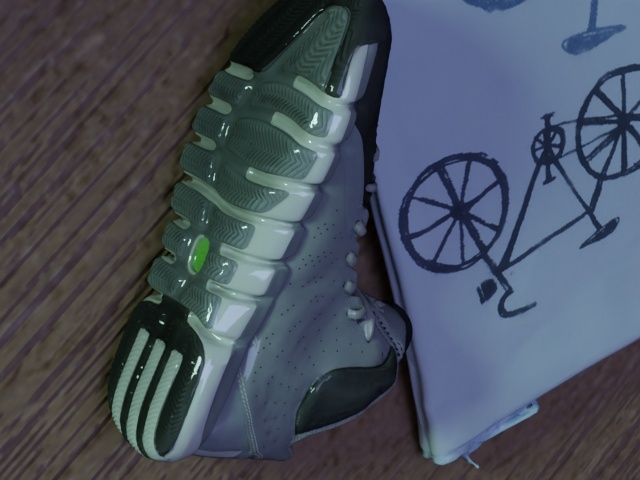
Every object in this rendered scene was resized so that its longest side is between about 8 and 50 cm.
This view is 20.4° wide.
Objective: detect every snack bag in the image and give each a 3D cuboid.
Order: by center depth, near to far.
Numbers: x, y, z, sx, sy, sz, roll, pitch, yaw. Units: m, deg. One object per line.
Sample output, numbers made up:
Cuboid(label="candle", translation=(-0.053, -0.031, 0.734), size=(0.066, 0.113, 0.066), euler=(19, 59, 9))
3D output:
Cuboid(label="snack bag", translation=(0.148, -0.093, 0.902), size=(0.323, 0.037, 0.342), euler=(-28, 120, -24))

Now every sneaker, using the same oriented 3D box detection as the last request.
Cuboid(label="sneaker", translation=(0.000, 0.000, 0.809), size=(0.132, 0.086, 0.228), euler=(17, 104, -40))
